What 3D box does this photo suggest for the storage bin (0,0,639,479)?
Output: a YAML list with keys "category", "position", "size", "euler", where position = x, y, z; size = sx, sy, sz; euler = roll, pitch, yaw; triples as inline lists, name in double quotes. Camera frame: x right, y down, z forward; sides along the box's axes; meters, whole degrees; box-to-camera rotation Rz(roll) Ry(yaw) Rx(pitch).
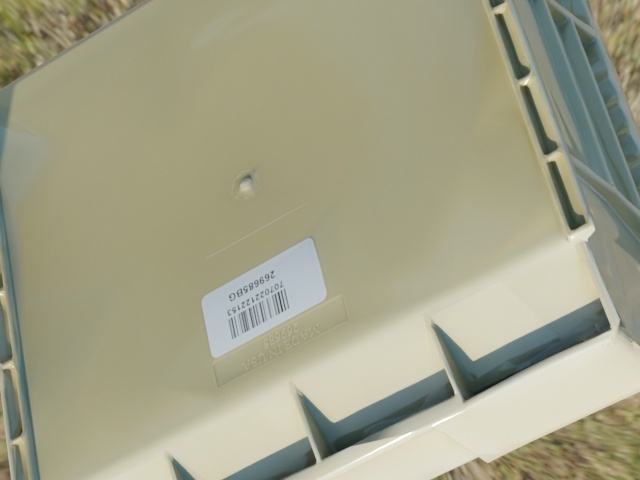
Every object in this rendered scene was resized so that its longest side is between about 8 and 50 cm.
- category: "storage bin"
  position: [0.000, 0.000, 0.783]
  size: [0.262, 0.123, 0.260]
  euler: [-28, 54, 19]
